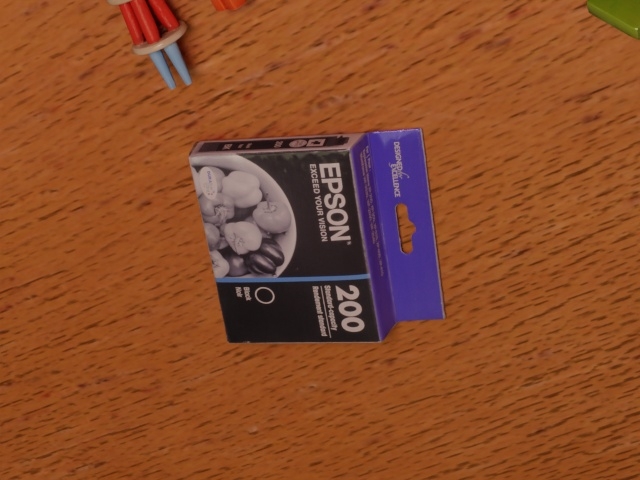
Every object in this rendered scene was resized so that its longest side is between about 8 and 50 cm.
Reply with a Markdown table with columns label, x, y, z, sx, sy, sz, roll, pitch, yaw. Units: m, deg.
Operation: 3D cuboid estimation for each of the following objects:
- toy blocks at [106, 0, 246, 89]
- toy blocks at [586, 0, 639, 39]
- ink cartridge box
| label | x | y | z | sx | sy | sz | roll | pitch | yaw |
| --- | --- | --- | --- | --- | --- | --- | --- | --- | --- |
| toy blocks | -0.118 | -0.206 | 1.453 | 0.123 | 0.054 | 0.148 | -16 | 117 | 21 |
| toy blocks | 0.383 | -0.174 | 1.241 | 0.381 | 0.190 | 0.261 | -40 | 138 | -14 |
| ink cartridge box | 0.000 | 0.000 | 1.563 | 0.208 | 0.045 | 0.206 | -3 | 120 | 12 |
